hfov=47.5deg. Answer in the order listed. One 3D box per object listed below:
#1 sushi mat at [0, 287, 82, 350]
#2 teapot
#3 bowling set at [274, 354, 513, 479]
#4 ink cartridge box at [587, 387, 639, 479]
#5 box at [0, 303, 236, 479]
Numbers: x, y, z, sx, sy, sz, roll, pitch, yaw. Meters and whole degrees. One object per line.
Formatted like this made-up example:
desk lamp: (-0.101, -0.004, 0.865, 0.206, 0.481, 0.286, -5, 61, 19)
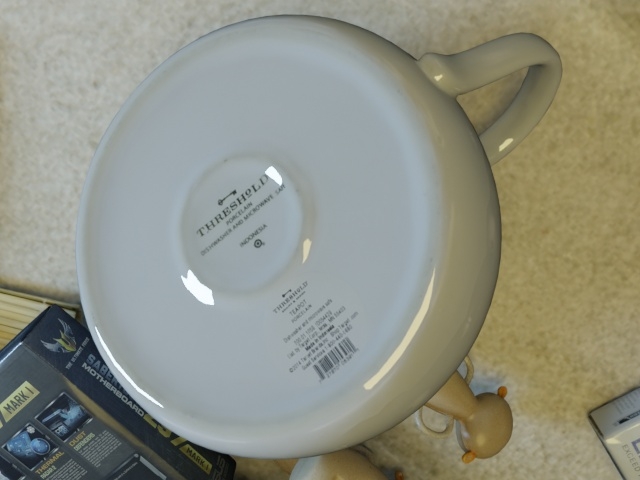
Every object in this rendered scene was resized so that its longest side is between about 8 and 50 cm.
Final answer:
sushi mat: (-0.343, 0.084, 0.549, 0.316, 0.019, 0.152, 13, 107, -2)
teapot: (0.000, 0.000, 0.438, 0.255, 0.187, 0.253, 4, 85, 25)
bowling set: (0.015, 0.211, 0.523, 0.154, 0.200, 0.287, 41, 59, -10)
ink cartridge box: (0.353, 0.174, 0.546, 0.223, 0.045, 0.223, -31, 103, 9)
box: (-0.207, 0.183, 0.533, 0.232, 0.059, 0.183, -41, 106, 17)
